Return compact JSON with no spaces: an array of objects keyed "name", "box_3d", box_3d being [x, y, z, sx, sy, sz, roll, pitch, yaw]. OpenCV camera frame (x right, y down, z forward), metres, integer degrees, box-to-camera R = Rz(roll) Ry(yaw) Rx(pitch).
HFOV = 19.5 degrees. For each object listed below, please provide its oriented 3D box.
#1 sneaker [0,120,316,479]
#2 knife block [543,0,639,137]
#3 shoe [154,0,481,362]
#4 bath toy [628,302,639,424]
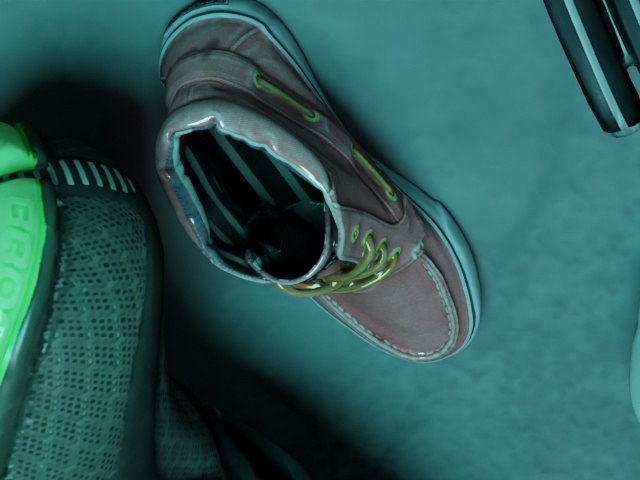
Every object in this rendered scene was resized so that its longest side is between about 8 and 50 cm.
[{"name":"sneaker","box_3d":[-0.036,0.132,0.725,0.202,0.185,0.482,-11,136,4]},{"name":"knife block","box_3d":[0.060,-0.162,0.539,0.276,0.088,0.242,18,125,-12]},{"name":"shoe","box_3d":[0.000,0.000,0.666,0.063,0.081,0.178,-26,122,20]},{"name":"bath toy","box_3d":[0.272,0.107,0.669,0.348,0.129,0.151,32,107,-6]}]
